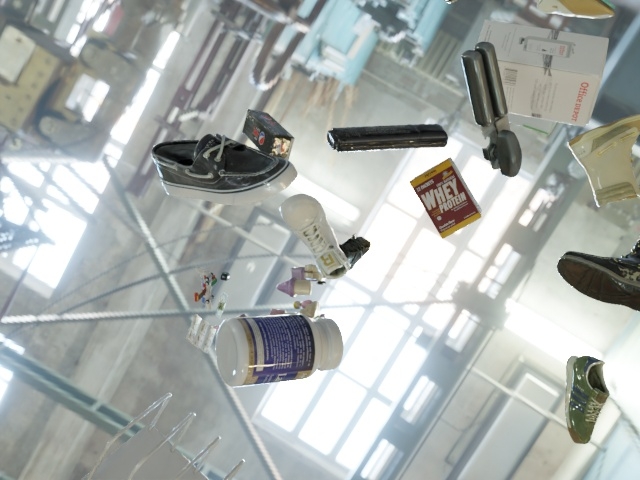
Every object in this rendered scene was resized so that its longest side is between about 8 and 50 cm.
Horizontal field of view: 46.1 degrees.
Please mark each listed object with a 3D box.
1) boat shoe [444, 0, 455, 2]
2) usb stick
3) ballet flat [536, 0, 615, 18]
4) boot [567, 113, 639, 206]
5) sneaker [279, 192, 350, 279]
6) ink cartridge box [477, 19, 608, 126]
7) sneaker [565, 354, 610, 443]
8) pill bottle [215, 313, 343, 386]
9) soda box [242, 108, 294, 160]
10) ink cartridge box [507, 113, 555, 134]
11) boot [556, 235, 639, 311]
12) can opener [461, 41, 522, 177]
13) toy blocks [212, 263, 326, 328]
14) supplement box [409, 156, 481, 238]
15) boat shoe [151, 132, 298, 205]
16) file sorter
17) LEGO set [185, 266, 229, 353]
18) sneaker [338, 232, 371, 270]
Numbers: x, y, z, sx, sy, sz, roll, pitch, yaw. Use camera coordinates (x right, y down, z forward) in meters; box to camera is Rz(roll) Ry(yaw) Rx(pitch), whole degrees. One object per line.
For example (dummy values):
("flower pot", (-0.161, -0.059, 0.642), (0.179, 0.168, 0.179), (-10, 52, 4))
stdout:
("boat shoe", (0.259, -0.614, 1.609), (0.075, 0.206, 0.065), (-8, 177, 29))
("usb stick", (0.153, -0.229, 1.683), (0.278, 0.045, 0.077), (-5, -142, -18))
("ballet flat", (0.333, -0.389, 1.137), (0.232, 0.073, 0.080), (40, -156, 9))
("boot", (0.788, -0.209, 1.945), (0.203, 0.262, 0.095), (68, 161, 7))
("sneaker", (0.000, 0.000, 1.999), (0.169, 0.108, 0.292), (61, -173, 33))
("ink cartridge box", (0.507, -0.389, 1.762), (0.283, 0.117, 0.207), (14, 159, 15))
("sneaker", (0.579, 0.341, 1.615), (0.064, 0.192, 0.086), (9, 166, -31))
("pill bottle", (-0.091, 0.244, 1.706), (0.265, 0.153, 0.153), (-1, -154, -29))
("soda box", (-0.118, -0.235, 1.671), (0.053, 0.060, 0.169), (4, -154, -29))
("ink cartridge box", (0.637, -0.400, 2.237), (0.154, 0.093, 0.212), (21, -150, 15))
("boot", (0.588, 0.037, 1.439), (0.236, 0.178, 0.085), (21, 145, 17))
("can opener", (0.357, -0.263, 1.523), (0.093, 0.074, 0.280), (21, 140, 53))
("toy blocks", (-0.134, 0.217, 2.110), (0.260, 0.309, 0.288), (1, 180, 12))
("supplement box", (0.366, -0.128, 2.181), (0.191, 0.129, 0.194), (60, -166, -1))
("boat shoe", (-0.176, -0.135, 1.304), (0.301, 0.108, 0.102), (8, 134, 38))
("file sorter", (-0.266, 0.452, 1.403), (0.278, 0.173, 0.193), (40, -144, 10))
("LEGO set", (-0.335, 0.189, 2.189), (0.060, 0.244, 0.182), (13, 163, 16))
("sneaker", (0.088, 0.028, 2.488), (0.087, 0.130, 0.227), (44, -172, 22))
